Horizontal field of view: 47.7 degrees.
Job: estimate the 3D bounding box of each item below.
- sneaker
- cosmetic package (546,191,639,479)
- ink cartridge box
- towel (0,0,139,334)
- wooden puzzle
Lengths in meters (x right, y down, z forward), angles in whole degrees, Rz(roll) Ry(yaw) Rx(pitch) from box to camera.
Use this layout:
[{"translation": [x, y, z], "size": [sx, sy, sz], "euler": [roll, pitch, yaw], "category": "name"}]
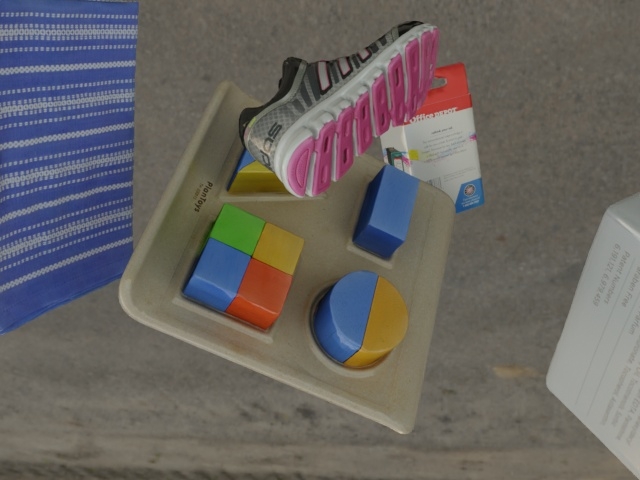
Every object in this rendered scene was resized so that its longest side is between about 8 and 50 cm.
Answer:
[{"translation": [0.012, -0.098, 0.468], "size": [0.075, 0.170, 0.063], "euler": [29, 148, 29], "category": "sneaker"}, {"translation": [0.531, 0.134, 0.803], "size": [0.329, 0.393, 0.327], "euler": [-22, 137, -22], "category": "cosmetic package"}, {"translation": [0.172, -0.154, 1.145], "size": [0.134, 0.231, 0.078], "euler": [-18, -163, -25], "category": "ink cartridge box"}, {"translation": [-0.275, -0.085, 0.775], "size": [0.040, 0.243, 0.336], "euler": [15, 111, 22], "category": "towel"}, {"translation": [0.000, 0.000, 0.795], "size": [0.348, 0.322, 0.080], "euler": [28, 145, -14], "category": "wooden puzzle"}]
